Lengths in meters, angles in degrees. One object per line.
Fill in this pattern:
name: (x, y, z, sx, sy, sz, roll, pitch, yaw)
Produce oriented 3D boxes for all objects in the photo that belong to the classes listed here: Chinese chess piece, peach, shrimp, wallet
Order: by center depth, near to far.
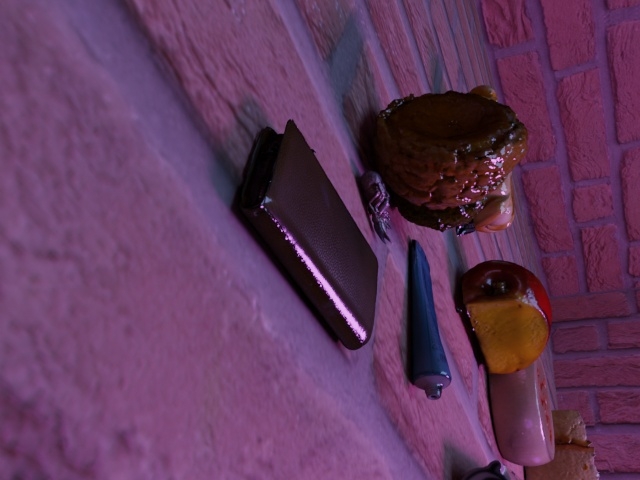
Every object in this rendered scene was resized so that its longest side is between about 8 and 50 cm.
wallet: (0.000, 0.000, 0.459, 0.198, 0.031, 0.110, 55, 34, -41)
shrimp: (0.068, -0.041, 0.629, 0.038, 0.029, 0.092, -65, 144, -63)
peach: (0.373, 0.149, 1.052, 0.267, 0.154, 0.158, 62, 29, -32)
Chinese chess piece: (0.451, 0.362, 1.199, 0.273, 0.102, 0.273, 34, 51, -58)

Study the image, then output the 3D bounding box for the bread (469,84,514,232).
bread: (0.338, -0.170, 1.134, 0.173, 0.121, 0.311, 30, 54, -63)

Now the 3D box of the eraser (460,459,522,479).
eraser: (0.286, 0.453, 0.831, 0.290, 0.087, 0.171, 47, 39, -50)

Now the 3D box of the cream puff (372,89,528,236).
cream puff: (0.158, -0.082, 0.683, 0.183, 0.183, 0.169, -69, 161, -48)

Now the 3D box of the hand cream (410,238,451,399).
hand cream: (0.142, 0.105, 0.722, 0.083, 0.048, 0.224, 56, 28, -42)

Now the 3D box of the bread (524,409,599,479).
bread: (0.646, 0.590, 1.438, 0.135, 0.178, 0.240, 60, 29, -34)
